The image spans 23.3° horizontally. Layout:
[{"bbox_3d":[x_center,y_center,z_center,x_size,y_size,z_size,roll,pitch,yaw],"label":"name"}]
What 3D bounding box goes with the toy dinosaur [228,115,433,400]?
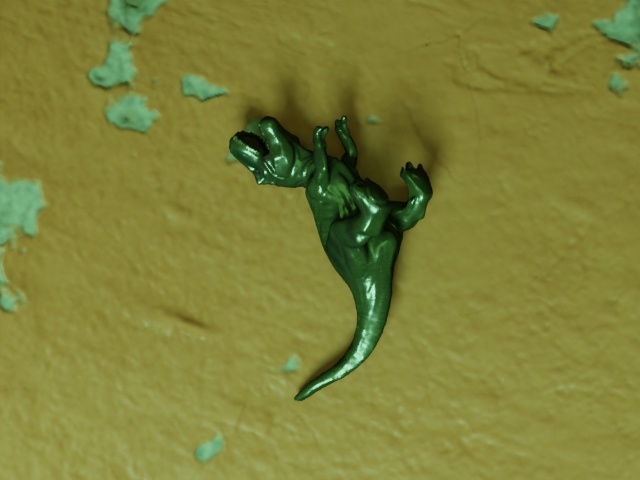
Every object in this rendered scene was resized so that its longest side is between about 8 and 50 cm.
[{"bbox_3d":[0.000,0.000,1.196,0.187,0.087,0.179,50,128,21],"label":"toy dinosaur"}]
